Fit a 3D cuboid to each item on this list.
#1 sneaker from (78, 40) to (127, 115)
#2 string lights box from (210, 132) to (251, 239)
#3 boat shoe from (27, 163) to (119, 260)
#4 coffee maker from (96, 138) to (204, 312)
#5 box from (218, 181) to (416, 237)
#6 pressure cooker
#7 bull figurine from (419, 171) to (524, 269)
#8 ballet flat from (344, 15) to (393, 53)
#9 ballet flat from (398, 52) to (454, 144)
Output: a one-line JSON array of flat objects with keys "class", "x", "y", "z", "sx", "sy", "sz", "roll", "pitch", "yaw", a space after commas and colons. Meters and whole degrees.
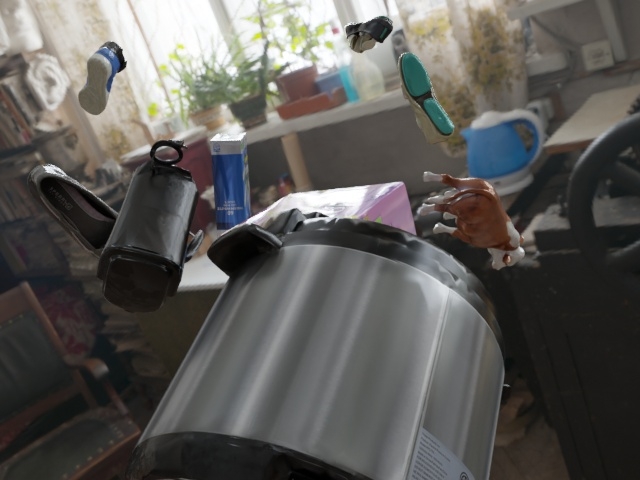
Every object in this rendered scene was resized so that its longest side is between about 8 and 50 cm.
[{"class": "sneaker", "x": -0.400, "y": -0.303, "z": 1.213, "sx": 0.152, "sy": 0.058, "sz": 0.084, "roll": -55, "pitch": 9, "yaw": 51}, {"class": "string lights box", "x": -0.218, "y": -0.128, "z": 1.618, "sx": 0.077, "sy": 0.259, "sz": 0.133, "roll": -2, "pitch": 17, "yaw": 0}, {"class": "boat shoe", "x": -0.501, "y": -0.033, "z": 1.443, "sx": 0.112, "sy": 0.335, "sz": 0.095, "roll": -48, "pitch": 28, "yaw": -9}, {"class": "coffee maker", "x": -0.235, "y": -0.018, "z": 0.892, "sx": 0.120, "sy": 0.171, "sz": 0.178, "roll": -2, "pitch": 42, "yaw": 2}, {"class": "box", "x": 0.000, "y": 0.000, "z": 1.084, "sx": 0.243, "sy": 0.117, "sz": 0.214, "roll": -2, "pitch": 22, "yaw": 35}, {"class": "pressure cooker", "x": 0.027, "y": 0.182, "z": 0.765, "sx": 0.376, "sy": 0.369, "sz": 0.420, "roll": 11, "pitch": 48, "yaw": 14}, {"class": "bull figurine", "x": 0.328, "y": -0.042, "z": 1.399, "sx": 0.189, "sy": 0.310, "sz": 0.101, "roll": 12, "pitch": 67, "yaw": 30}, {"class": "ballet flat", "x": 0.100, "y": -0.474, "z": 1.527, "sx": 0.074, "sy": 0.074, "sz": 0.203, "roll": -28, "pitch": 19, "yaw": -16}, {"class": "ballet flat", "x": 0.255, "y": -0.358, "z": 1.683, "sx": 0.086, "sy": 0.248, "sz": 0.086, "roll": -24, "pitch": -6, "yaw": -3}]
